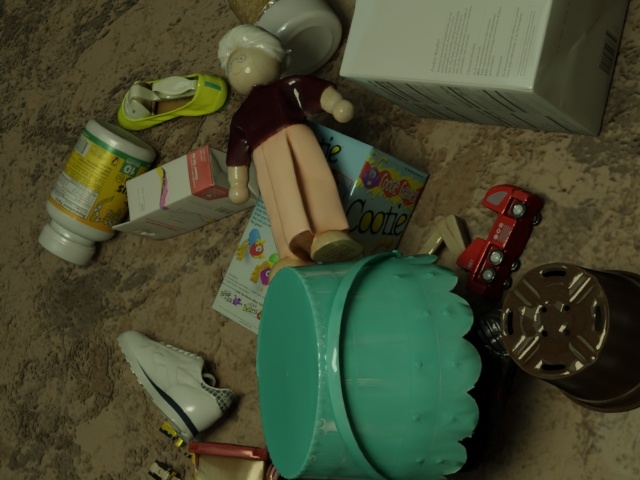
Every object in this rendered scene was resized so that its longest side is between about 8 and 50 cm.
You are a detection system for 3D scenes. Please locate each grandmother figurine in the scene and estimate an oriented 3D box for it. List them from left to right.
[{"bbox_3d":[-0.047,-0.124,1.460,0.207,0.104,0.342,-29,65,18],"label":"grandmother figurine"}]

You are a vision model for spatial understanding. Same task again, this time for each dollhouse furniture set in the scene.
[{"bbox_3d":[0.015,0.369,1.465,0.374,0.152,0.201,3,79,18],"label":"dollhouse furniture set"}]

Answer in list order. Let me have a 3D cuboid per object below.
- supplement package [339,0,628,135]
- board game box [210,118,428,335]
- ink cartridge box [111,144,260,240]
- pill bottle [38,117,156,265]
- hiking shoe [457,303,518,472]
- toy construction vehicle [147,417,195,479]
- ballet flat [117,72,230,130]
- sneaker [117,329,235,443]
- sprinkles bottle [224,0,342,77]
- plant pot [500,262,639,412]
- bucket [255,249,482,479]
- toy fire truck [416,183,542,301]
[{"bbox_3d":[0.201,-0.256,1.431,0.262,0.198,0.199,11,85,36],"label":"supplement package"},{"bbox_3d":[0.000,0.000,1.544,0.144,0.142,0.275,27,95,38],"label":"board game box"},{"bbox_3d":[-0.200,-0.064,1.719,0.198,0.115,0.067,-21,68,29],"label":"ink cartridge box"},{"bbox_3d":[-0.350,-0.072,1.827,0.117,0.117,0.208,34,99,36],"label":"pill bottle"},{"bbox_3d":[0.196,0.174,1.402,0.086,0.114,0.227,27,122,19],"label":"hiking shoe"},{"bbox_3d":[-0.198,0.309,1.680,0.098,0.035,0.086,25,82,34],"label":"toy construction vehicle"},{"bbox_3d":[-0.245,-0.220,1.814,0.231,0.077,0.077,-5,76,35],"label":"ballet flat"},{"bbox_3d":[-0.210,0.193,1.693,0.095,0.090,0.235,-38,46,-11],"label":"sneaker"},{"bbox_3d":[-0.101,-0.392,1.728,0.121,0.121,0.355,-45,57,18],"label":"sprinkles bottle"},{"bbox_3d":[0.288,0.099,1.301,0.167,0.165,0.167,-10,72,34],"label":"plant pot"},{"bbox_3d":[0.045,0.149,1.354,0.281,0.183,0.281,-179,90,-71],"label":"bucket"},{"bbox_3d":[0.180,0.010,1.473,0.135,0.047,0.192,26,93,38],"label":"toy fire truck"}]
